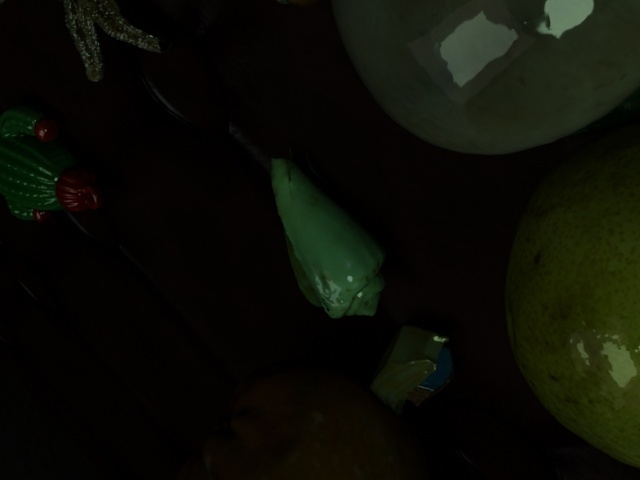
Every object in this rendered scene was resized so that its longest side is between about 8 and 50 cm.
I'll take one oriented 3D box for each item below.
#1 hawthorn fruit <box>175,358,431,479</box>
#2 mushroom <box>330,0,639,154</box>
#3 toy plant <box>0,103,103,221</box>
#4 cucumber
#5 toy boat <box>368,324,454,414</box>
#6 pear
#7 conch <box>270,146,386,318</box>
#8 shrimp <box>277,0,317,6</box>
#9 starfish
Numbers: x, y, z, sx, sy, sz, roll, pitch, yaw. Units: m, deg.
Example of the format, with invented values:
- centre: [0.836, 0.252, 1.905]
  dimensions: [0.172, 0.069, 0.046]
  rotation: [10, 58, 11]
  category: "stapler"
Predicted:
- centre: [0.006, 0.276, 1.171]
  dimensions: [0.298, 0.277, 0.277]
  rotation: [38, 155, -7]
  category: "hawthorn fruit"
- centre: [0.112, -0.137, 0.559]
  dimensions: [0.204, 0.204, 0.204]
  rotation: [36, 152, 23]
  category: "mushroom"
- centre: [-0.362, -0.099, 1.411]
  dimensions: [0.240, 0.088, 0.154]
  rotation: [-9, 105, 52]
  category: "toy plant"
- centre: [0.181, -0.085, 0.653]
  dimensions: [0.168, 0.039, 0.039]
  rotation: [-7, 122, 57]
  category: "cucumber"
- centre: [0.088, 0.128, 1.066]
  dimensions: [0.066, 0.065, 0.172]
  rotation: [25, 155, 1]
  category: "toy boat"
- centre: [0.195, 0.027, 0.623]
  dimensions: [0.197, 0.197, 0.197]
  rotation: [36, 152, 23]
  category: "pear"
- centre: [0.000, 0.000, 1.016]
  dimensions: [0.170, 0.079, 0.106]
  rotation: [60, 150, 11]
  category: "conch"
- centre: [-0.107, -0.283, 0.797]
  dimensions: [0.317, 0.062, 0.164]
  rotation: [43, 157, 4]
  category: "shrimp"
- centre: [-0.234, -0.246, 1.049]
  dimensions: [0.238, 0.057, 0.213]
  rotation: [17, 133, 40]
  category: "starfish"
